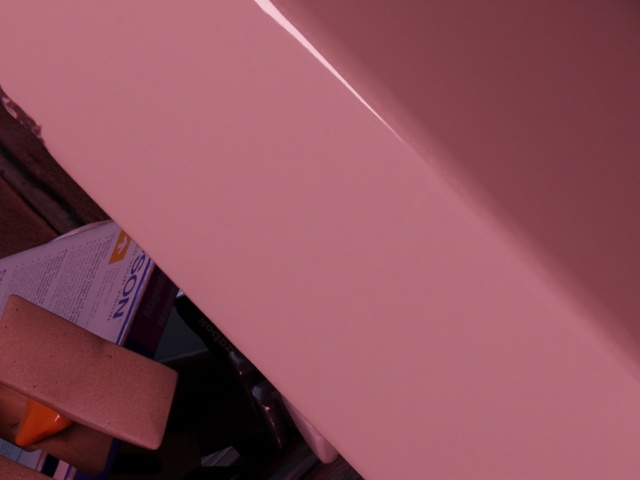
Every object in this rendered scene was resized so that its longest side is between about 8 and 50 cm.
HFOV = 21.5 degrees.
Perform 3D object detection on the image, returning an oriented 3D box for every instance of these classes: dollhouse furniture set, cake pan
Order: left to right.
[{"bbox_3d":[-0.214,0.165,0.800,0.262,0.135,0.259,-30,39,48],"label":"dollhouse furniture set"},{"bbox_3d":[-0.127,0.116,1.277,0.293,0.054,0.293,-17,-19,-6],"label":"cake pan"}]

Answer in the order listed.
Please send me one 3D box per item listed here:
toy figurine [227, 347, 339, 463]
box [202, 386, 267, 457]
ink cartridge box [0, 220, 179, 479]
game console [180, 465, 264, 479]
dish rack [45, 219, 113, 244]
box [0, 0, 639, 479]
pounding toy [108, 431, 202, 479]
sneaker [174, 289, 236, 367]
[{"bbox_3d":[0.014,-0.023,0.699,0.148,0.213,0.209,-27,0,-11],"label":"toy figurine"},{"bbox_3d":[-0.020,0.104,1.524,0.183,0.059,0.233,-43,1,-1],"label":"box"},{"bbox_3d":[-0.187,0.152,1.004,0.330,0.071,0.324,-13,53,56],"label":"ink cartridge box"},{"bbox_3d":[-0.075,0.158,0.540,0.213,0.044,0.361,-47,4,-15],"label":"game console"},{"bbox_3d":[-0.143,0.078,1.360,0.286,0.072,0.333,-7,-22,-38],"label":"dish rack"},{"bbox_3d":[-0.006,-0.055,0.408,0.113,0.275,0.094,-42,-2,-44],"label":"box"},{"bbox_3d":[-0.150,0.183,1.239,0.141,0.100,0.130,6,-30,-30],"label":"pounding toy"},{"bbox_3d":[0.000,0.000,1.060,0.182,0.127,0.315,-56,8,-15],"label":"sneaker"}]
